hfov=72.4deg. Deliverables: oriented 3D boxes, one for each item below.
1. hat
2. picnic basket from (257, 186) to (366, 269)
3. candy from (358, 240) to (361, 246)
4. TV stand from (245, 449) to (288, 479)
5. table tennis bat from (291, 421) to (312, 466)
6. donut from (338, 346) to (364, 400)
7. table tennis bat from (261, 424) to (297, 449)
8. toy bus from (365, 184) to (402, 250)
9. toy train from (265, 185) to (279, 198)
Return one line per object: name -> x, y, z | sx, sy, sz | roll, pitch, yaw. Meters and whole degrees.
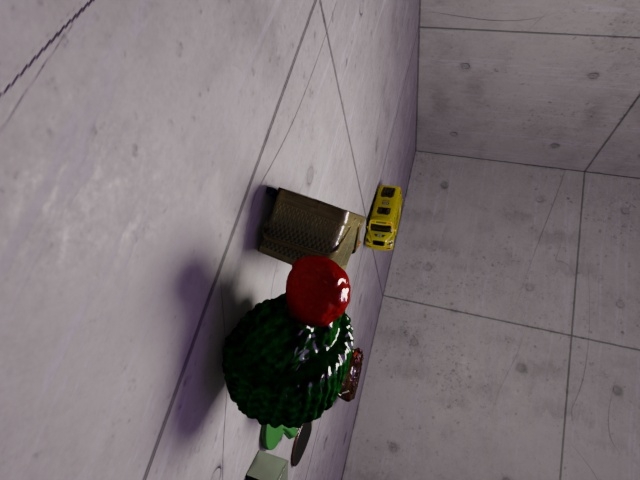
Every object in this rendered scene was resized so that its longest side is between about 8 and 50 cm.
hat -> -0.049, 0.161, 0.808 | 0.274, 0.243, 0.332 | -74, 178, -51
picnic basket -> -0.008, -0.017, 0.975 | 0.267, 0.166, 0.139 | -1, 111, -75
candy -> 0.097, 0.046, 1.670 | 0.201, 0.061, 0.060 | -50, 148, -46
TV stand -> -0.140, 0.694, 1.166 | 0.082, 0.088, 0.269 | -54, 150, -58
table tennis bat -> -0.045, 0.686, 1.627 | 0.301, 0.023, 0.173 | -58, 154, -50
donut -> 0.139, 0.644, 2.116 | 0.270, 0.103, 0.269 | 10, 90, -77
table tennis bat -> -0.114, 0.520, 1.248 | 0.257, 0.039, 0.160 | 70, 33, -53
toy bus -> 0.313, -0.114, 2.150 | 0.151, 0.145, 0.330 | 79, 24, -51
toy train -> -0.093, -0.096, 0.928 | 0.083, 0.017, 0.017 | 29, 75, -74
